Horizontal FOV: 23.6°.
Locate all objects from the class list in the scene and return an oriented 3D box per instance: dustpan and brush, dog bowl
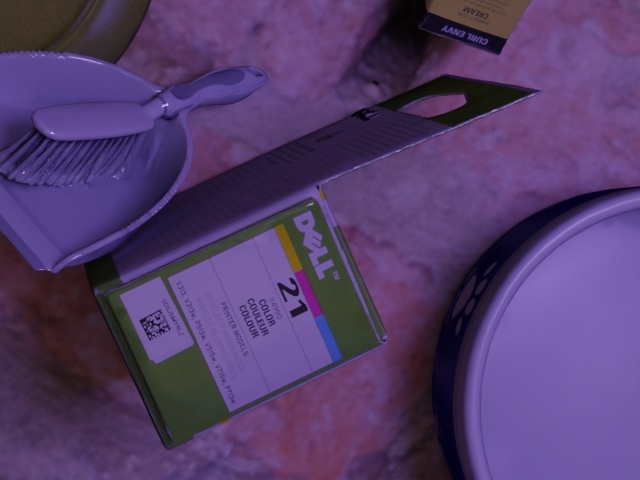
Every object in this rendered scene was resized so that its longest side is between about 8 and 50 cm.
[{"bbox_3d":[-0.110,-0.067,0.875,0.147,0.211,0.060,47,124,21],"label":"dustpan and brush"},{"bbox_3d":[0.206,0.098,0.956,0.264,0.104,0.265,0,92,-9],"label":"dog bowl"}]

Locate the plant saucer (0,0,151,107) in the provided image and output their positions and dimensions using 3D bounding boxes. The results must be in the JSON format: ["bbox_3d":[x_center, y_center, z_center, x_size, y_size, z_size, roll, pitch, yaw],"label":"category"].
[{"bbox_3d":[-0.210,-0.180,0.881,0.240,0.037,0.241,-2,99,-10],"label":"plant saucer"}]

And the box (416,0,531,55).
[{"bbox_3d":[0.124,-0.221,0.857,0.058,0.087,0.232,16,130,-14],"label":"box"}]

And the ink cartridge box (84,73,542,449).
[{"bbox_3d":[0.000,0.000,0.871,0.255,0.189,0.097,-25,102,-7],"label":"ink cartridge box"}]
